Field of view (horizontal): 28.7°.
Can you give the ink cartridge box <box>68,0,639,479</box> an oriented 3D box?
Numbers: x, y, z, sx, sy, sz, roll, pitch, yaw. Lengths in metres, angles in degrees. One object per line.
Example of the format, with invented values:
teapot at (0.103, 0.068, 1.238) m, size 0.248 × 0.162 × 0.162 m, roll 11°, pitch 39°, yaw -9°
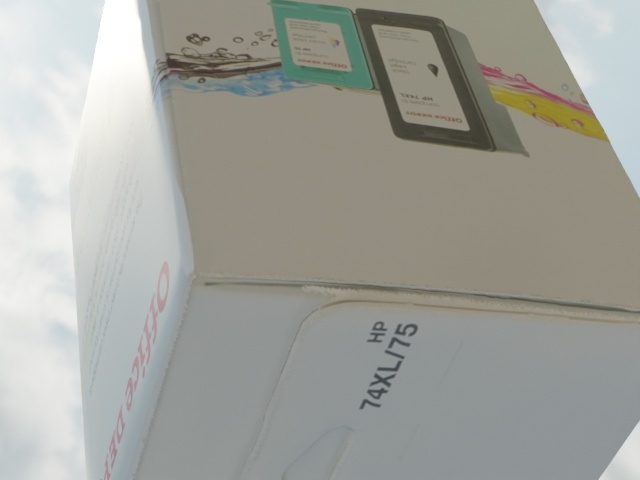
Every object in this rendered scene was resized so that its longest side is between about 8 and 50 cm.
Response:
ink cartridge box at (0.000, 0.000, 0.570) m, size 0.197 × 0.198 × 0.270 m, roll 5°, pitch -138°, yaw -18°
